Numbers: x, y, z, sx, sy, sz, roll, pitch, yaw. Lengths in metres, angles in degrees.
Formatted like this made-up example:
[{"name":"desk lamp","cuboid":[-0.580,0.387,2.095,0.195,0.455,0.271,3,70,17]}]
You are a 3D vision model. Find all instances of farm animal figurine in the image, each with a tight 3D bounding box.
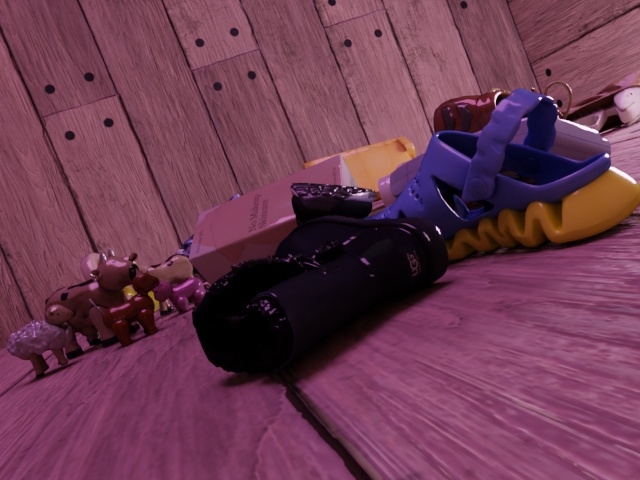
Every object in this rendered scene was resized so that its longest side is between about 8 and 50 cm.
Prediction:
[{"name":"farm animal figurine","cuboid":[-0.405,0.105,1.110,0.327,0.172,0.330,-22,4,4]}]

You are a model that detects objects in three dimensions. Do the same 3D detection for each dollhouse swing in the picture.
[{"name":"dollhouse swing","cuboid":[0.154,-0.139,1.791,0.347,0.315,0.305,-16,48,-3]}]

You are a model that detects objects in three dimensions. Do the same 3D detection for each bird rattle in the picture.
[{"name":"bird rattle","cuboid":[-0.502,0.122,1.329,0.143,0.207,0.253,-40,-7,6]}]

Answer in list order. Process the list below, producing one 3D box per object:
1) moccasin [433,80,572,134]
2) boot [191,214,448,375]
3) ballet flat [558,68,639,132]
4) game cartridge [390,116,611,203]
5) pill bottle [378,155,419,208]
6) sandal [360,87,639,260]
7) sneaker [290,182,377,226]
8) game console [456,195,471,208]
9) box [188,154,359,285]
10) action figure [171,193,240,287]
[{"name":"moccasin","cuboid":[0.357,-0.196,0.970,0.380,0.139,0.147,6,-13,-43]},{"name":"boot","cuboid":[-0.032,0.043,0.528,0.207,0.094,0.247,-20,9,-36]},{"name":"ballet flat","cuboid":[0.679,-0.303,1.347,0.343,0.116,0.124,-20,25,29]},{"name":"game cartridge","cuboid":[0.258,-0.113,0.866,0.196,0.060,0.294,8,-15,-35]},{"name":"pill bottle","cuboid":[0.241,-0.135,1.256,0.209,0.117,0.117,-20,5,23]},{"name":"sandal","cuboid":[0.148,-0.053,0.577,0.126,0.138,0.317,-28,5,-41]},{"name":"sneaker","cuboid":[0.020,-0.007,0.765,0.107,0.124,0.283,6,0,8]},{"name":"game console","cuboid":[0.150,-0.054,0.843,0.144,0.085,0.124,-24,-31,-26]},{"name":"box","cuboid":[-0.074,-0.021,1.035,0.311,0.121,0.148,-21,39,16]},{"name":"action figure","cuboid":[-0.327,0.032,1.703,0.341,0.178,0.330,-50,20,-20]}]
